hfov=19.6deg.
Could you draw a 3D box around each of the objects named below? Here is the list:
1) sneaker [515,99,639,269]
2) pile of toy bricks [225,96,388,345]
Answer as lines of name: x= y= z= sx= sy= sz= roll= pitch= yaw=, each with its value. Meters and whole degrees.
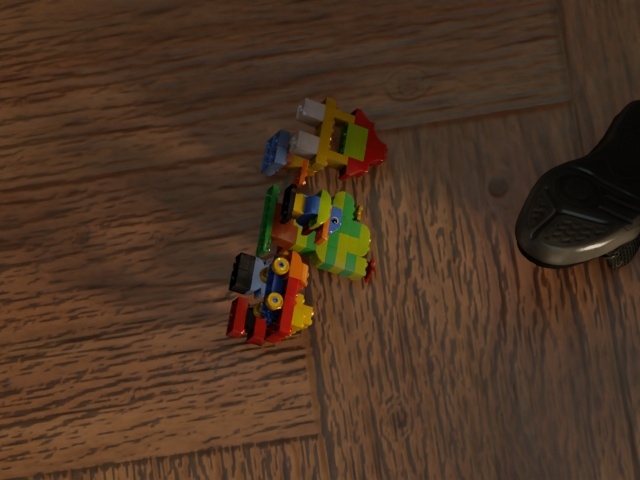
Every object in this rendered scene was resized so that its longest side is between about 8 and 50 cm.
sneaker: x=0.216 y=-0.013 z=1.481 sx=0.087 sy=0.227 sz=0.130 roll=30 pitch=129 yaw=15
pile of toy bricks: x=0.000 y=0.000 z=1.549 sx=0.105 sy=0.118 sz=0.212 roll=19 pitch=64 yaw=-19
